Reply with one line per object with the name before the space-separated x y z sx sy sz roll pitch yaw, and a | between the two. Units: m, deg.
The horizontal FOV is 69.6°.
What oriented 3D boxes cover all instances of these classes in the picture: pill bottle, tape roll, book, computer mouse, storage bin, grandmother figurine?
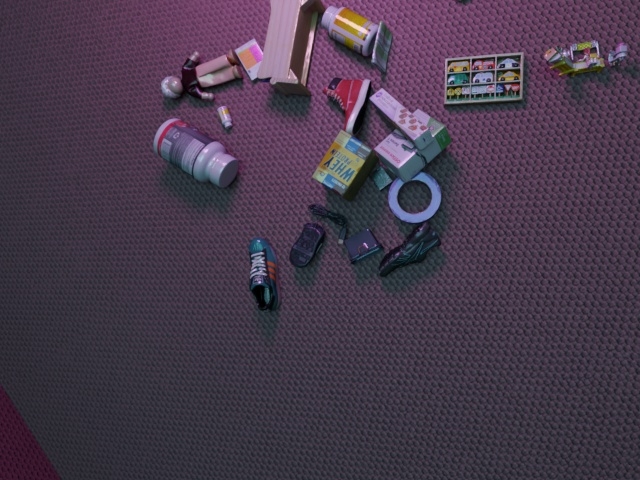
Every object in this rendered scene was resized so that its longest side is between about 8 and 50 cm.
pill bottle | 0.114 -0.794 1.731 0.215 0.117 0.117 34 98 11
tape roll | 0.347 -0.157 1.695 0.188 0.080 0.189 0 90 13
book | -0.271 -0.733 1.871 0.096 0.035 0.144 -30 84 9
computer mouse | 0.000 0.000 1.795 0.184 0.060 0.262 20 83 17
pill bottle | -0.494 -0.344 1.852 0.318 0.176 0.176 32 97 12
storage bin | 0.157 0.019 1.741 0.135 0.098 0.091 -30 73 12
pill bottle | -0.391 -0.506 1.894 0.043 0.043 0.083 -22 85 13
grandmother figurine | -0.500 -0.677 1.895 0.342 0.104 0.208 -17 77 11

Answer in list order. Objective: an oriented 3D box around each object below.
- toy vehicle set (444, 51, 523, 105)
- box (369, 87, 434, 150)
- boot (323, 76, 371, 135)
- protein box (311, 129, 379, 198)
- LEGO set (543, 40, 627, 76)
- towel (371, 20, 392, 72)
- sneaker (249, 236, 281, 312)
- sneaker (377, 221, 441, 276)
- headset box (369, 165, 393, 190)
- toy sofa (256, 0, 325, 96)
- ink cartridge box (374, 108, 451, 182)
toy vehicle set | 0.584 -0.577 1.657 0.266 0.035 0.166 0 91 14
box | 0.282 -0.434 1.630 0.063 0.067 0.324 -38 48 7
boot | 0.081 -0.507 1.737 0.176 0.088 0.244 11 70 15
protein box | 0.096 -0.268 1.693 0.136 0.201 0.200 34 98 11
LEGO set | 0.856 -0.629 1.541 0.286 0.132 0.107 -2 84 -8
towel | 0.230 -0.714 1.705 0.023 0.113 0.152 14 93 27
sneaker | -0.228 0.134 1.816 0.108 0.121 0.302 -14 87 13
sneaker | 0.323 0.056 1.692 0.106 0.101 0.267 42 112 -10
headset box | 0.233 -0.232 1.747 0.062 0.032 0.083 -35 81 11
toy sofa | -0.110 -0.755 1.770 0.177 0.150 0.363 11 93 19
ink cartridge box | 0.327 -0.339 1.648 0.219 0.092 0.160 -42 48 3
